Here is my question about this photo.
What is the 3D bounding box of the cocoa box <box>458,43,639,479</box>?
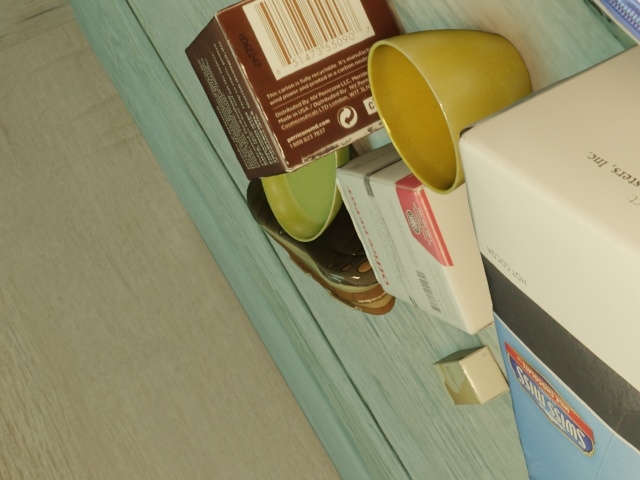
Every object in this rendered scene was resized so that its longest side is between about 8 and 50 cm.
[{"bbox_3d":[0.250,0.068,0.383,0.347,0.231,0.228,45,158,52],"label":"cocoa box"}]

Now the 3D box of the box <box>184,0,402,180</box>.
[{"bbox_3d":[-0.020,-0.173,1.074,0.167,0.168,0.203,64,167,-7],"label":"box"}]

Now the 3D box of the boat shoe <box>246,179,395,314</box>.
[{"bbox_3d":[0.000,0.000,1.447,0.324,0.123,0.120,49,168,48],"label":"boat shoe"}]

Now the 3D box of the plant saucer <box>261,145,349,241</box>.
[{"bbox_3d":[-0.021,-0.120,1.338,0.241,0.037,0.241,32,127,57],"label":"plant saucer"}]

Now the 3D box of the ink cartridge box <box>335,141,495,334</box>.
[{"bbox_3d":[0.113,-0.011,1.053,0.158,0.092,0.218,67,164,-16],"label":"ink cartridge box"}]

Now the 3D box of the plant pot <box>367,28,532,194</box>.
[{"bbox_3d":[0.113,-0.118,0.839,0.134,0.095,0.134,56,165,24],"label":"plant pot"}]

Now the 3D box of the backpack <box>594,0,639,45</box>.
[{"bbox_3d":[0.181,-0.128,0.253,0.263,0.276,0.213,52,169,18],"label":"backpack"}]

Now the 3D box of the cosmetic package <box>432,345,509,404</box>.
[{"bbox_3d":[0.179,0.164,1.246,0.060,0.041,0.115,62,167,5],"label":"cosmetic package"}]
